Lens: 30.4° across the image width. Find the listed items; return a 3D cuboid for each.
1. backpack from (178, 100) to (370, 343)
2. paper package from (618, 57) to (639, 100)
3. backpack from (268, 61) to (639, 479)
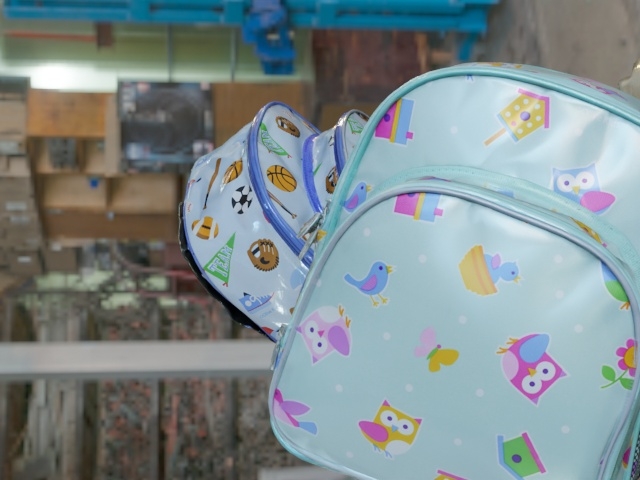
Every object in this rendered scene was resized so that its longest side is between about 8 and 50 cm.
[{"bbox_3d":[0.000,0.000,1.123,0.213,0.263,0.276,-45,28,22],"label":"backpack"},{"bbox_3d":[0.338,0.024,0.529,0.325,0.168,0.309,-4,106,51],"label":"paper package"},{"bbox_3d":[0.073,0.020,0.481,0.144,0.166,0.188,-8,-62,-73],"label":"backpack"}]
